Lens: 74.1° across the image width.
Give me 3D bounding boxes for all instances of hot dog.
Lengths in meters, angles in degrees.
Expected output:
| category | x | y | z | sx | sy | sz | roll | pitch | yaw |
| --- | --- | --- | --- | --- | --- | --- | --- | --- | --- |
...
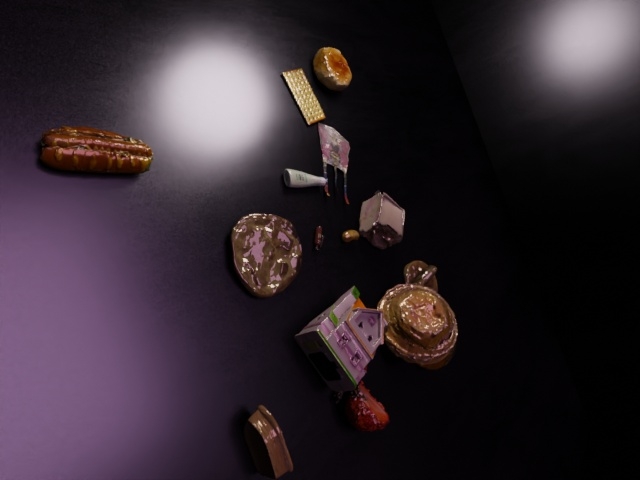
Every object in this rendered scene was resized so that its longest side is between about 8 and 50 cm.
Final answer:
| category | x | y | z | sx | sy | sz | roll | pitch | yaw |
| --- | --- | --- | --- | --- | --- | --- | --- | --- | --- |
| hot dog | -0.557 | -0.228 | 1.075 | 0.269 | 0.072 | 0.115 | -9 | 74 | -47 |

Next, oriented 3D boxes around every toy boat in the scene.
| category | x | y | z | sx | sy | sz | roll | pitch | yaw |
| --- | --- | --- | --- | --- | --- | --- | --- | --- | --- |
| toy boat | -0.152 | 0.552 | 1.162 | 0.061 | 0.116 | 0.188 | -20 | 91 | -41 |

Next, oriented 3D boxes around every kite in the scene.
| category | x | y | z | sx | sy | sz | roll | pitch | yaw |
| --- | --- | --- | --- | --- | --- | --- | --- | --- | --- |
| kite | 0.060 | -0.325 | 1.782 | 0.204 | 0.022 | 0.361 | 23 | 56 | -39 |

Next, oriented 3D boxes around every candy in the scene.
| category | x | y | z | sx | sy | sz | roll | pitch | yaw |
| --- | --- | --- | --- | --- | --- | --- | --- | --- | --- |
| candy | 0.258 | -0.086 | 1.809 | 0.184 | 0.137 | 0.195 | 34 | 52 | -33 |

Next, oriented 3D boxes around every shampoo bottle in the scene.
| category | x | y | z | sx | sy | sz | roll | pitch | yaw |
| --- | --- | --- | --- | --- | --- | --- | --- | --- | --- |
| shampoo bottle | -0.057 | -0.229 | 1.609 | 0.190 | 0.041 | 0.069 | -1 | 70 | -46 |

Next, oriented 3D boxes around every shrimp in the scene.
| category | x | y | z | sx | sy | sz | roll | pitch | yaw |
| --- | --- | --- | --- | --- | --- | --- | --- | --- | --- |
| shrimp | 0.066 | 0.486 | 1.477 | 0.091 | 0.034 | 0.161 | 43 | 41 | -11 |

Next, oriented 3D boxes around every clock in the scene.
| category | x | y | z | sx | sy | sz | roll | pitch | yaw |
| --- | --- | --- | --- | --- | --- | --- | --- | --- | --- |
| clock | 0.099 | 0.322 | 1.461 | 0.309 | 0.166 | 0.235 | -38 | 97 | -40 |

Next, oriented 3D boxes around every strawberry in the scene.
| category | x | y | z | sx | sy | sz | roll | pitch | yaw |
| --- | --- | --- | --- | --- | --- | --- | --- | --- | --- |
| strawberry | 0.150 | 0.599 | 1.473 | 0.236 | 0.106 | 0.175 | 55 | 8 | -17 |

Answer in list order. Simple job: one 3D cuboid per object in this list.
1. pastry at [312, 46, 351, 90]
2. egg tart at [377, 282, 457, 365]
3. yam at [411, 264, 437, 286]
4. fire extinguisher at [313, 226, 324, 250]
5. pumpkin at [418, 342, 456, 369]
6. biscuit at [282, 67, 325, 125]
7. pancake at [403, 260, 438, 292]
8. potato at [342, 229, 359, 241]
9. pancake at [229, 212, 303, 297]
| category | x | y | z | sx | sy | sz | roll | pitch | yaw |
| --- | --- | --- | --- | --- | --- | --- | --- | --- | --- |
| pastry | 0.049 | -0.755 | 1.878 | 0.182 | 0.093 | 0.193 | -9 | 78 | -46 |
| egg tart | 0.394 | 0.316 | 1.699 | 0.351 | 0.150 | 0.352 | 4 | 59 | -6 |
| yam | 0.435 | 0.201 | 1.895 | 0.253 | 0.061 | 0.061 | -42 | 107 | -29 |
| fire extinguisher | -0.005 | 0.001 | 1.591 | 0.046 | 0.032 | 0.100 | 66 | 27 | -60 |
| pumpkin | 0.451 | 0.430 | 1.854 | 0.280 | 0.190 | 0.139 | 34 | 35 | 26 |
| biscuit | -0.065 | -0.596 | 1.758 | 0.139 | 0.016 | 0.231 | -37 | 102 | -46 |
| pancake | 0.474 | 0.207 | 1.982 | 0.241 | 0.050 | 0.242 | 12 | 71 | -37 |
| potato | 0.119 | -0.020 | 1.709 | 0.092 | 0.046 | 0.045 | -13 | 127 | -39 |
| pancake | -0.173 | 0.040 | 1.382 | 0.294 | 0.049 | 0.295 | 15 | 68 | -40 |
